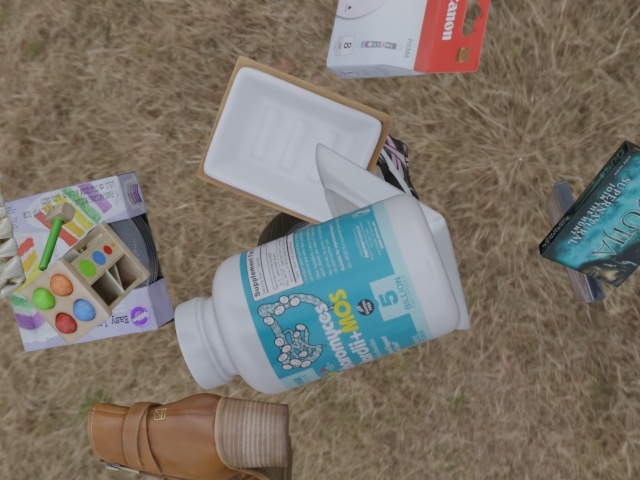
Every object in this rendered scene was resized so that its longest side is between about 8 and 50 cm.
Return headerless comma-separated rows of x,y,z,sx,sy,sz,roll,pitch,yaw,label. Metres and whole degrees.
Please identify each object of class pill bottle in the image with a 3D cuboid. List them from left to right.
-0.006,0.062,0.829,0.264,0.146,0.146,-21,90,6,pill bottle

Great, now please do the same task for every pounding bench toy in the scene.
-0.178,0.020,0.592,0.052,0.065,0.083,-33,102,33,pounding bench toy

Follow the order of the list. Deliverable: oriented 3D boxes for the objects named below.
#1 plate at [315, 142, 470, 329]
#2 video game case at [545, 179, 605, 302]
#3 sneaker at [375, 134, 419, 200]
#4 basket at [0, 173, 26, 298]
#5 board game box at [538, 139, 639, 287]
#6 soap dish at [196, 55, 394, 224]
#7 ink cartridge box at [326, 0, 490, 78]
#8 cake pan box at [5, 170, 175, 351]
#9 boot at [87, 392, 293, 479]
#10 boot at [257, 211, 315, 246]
0.103,0.006,1.301,0.045,0.278,0.277,-41,49,-17,plate
0.433,0.011,1.432,0.026,0.274,0.196,-17,82,9,video game case
0.142,-0.149,1.574,0.077,0.072,0.178,-34,96,-22,sneaker
-0.303,-0.003,0.589,0.167,0.113,0.103,10,122,38,basket
0.383,-0.028,1.059,0.126,0.026,0.186,21,127,-12,board game box
-0.046,-0.168,1.484,0.290,0.118,0.229,22,102,-1,soap dish
0.129,-0.339,1.225,0.232,0.066,0.189,5,80,40,ink cartridge box
-0.373,0.036,1.308,0.266,0.070,0.246,-10,99,19,cake pan box
-0.100,0.182,0.681,0.152,0.073,0.197,2,137,1,boot
0.001,0.001,1.740,0.236,0.085,0.178,-29,130,35,boot
